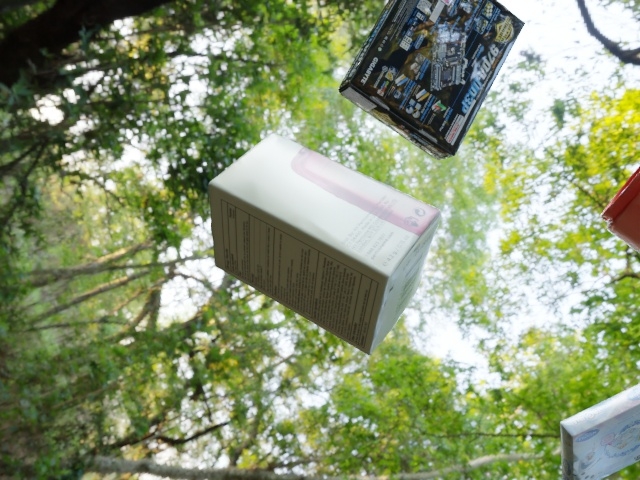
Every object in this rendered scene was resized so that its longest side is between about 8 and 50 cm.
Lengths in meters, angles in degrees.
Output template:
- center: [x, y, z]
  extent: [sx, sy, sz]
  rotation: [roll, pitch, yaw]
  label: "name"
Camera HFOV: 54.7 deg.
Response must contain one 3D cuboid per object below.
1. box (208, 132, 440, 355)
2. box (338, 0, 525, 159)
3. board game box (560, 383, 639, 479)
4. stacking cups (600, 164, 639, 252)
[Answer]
- center: [0.000, 0.000, 0.726]
  extent: [0.232, 0.127, 0.148]
  rotation: [28, -39, 19]
  label: "box"
- center: [0.151, -0.247, 0.828]
  extent: [0.175, 0.220, 0.051]
  rotation: [30, -7, -16]
  label: "box"
- center: [0.260, 0.177, 0.558]
  extent: [0.020, 0.090, 0.090]
  rotation: [-122, -168, -53]
  label: "board game box"
- center: [0.284, 0.059, 0.285]
  extent: [0.316, 0.096, 0.096]
  rotation: [41, -36, 18]
  label: "stacking cups"
